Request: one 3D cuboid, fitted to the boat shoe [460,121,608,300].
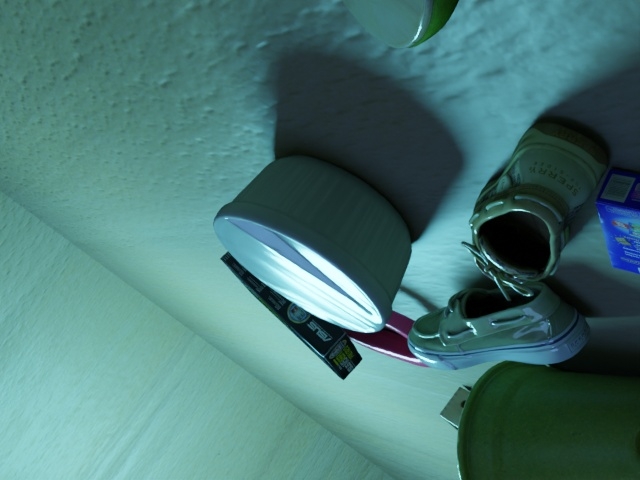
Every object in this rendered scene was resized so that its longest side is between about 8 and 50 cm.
[{"bbox_3d":[0.192,-0.010,0.747,0.105,0.089,0.285,27,161,15],"label":"boat shoe"}]

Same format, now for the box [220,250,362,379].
[{"bbox_3d":[-0.049,0.132,1.411,0.270,0.060,0.216,41,172,22],"label":"box"}]

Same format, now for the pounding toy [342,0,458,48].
[{"bbox_3d":[0.047,-0.240,0.435,0.236,0.110,0.183,63,172,1],"label":"pounding toy"}]

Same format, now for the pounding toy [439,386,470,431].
[{"bbox_3d":[0.333,0.352,1.447,0.130,0.100,0.141,43,170,-25],"label":"pounding toy"}]

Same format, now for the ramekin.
[{"bbox_3d":[0.000,0.000,1.024,0.273,0.127,0.273,30,162,11],"label":"ramekin"}]

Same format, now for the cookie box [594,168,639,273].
[{"bbox_3d":[0.297,-0.008,0.660,0.092,0.040,0.107,18,156,37],"label":"cookie box"}]

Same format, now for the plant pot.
[{"bbox_3d":[0.366,0.279,0.984,0.276,0.276,0.254,39,148,-19],"label":"plant pot"}]

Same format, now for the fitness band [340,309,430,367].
[{"bbox_3d":[0.095,0.145,1.360,0.291,0.054,0.209,13,156,48],"label":"fitness band"}]

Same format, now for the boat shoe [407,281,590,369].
[{"bbox_3d":[0.217,0.104,1.010,0.094,0.109,0.302,54,147,-13],"label":"boat shoe"}]
